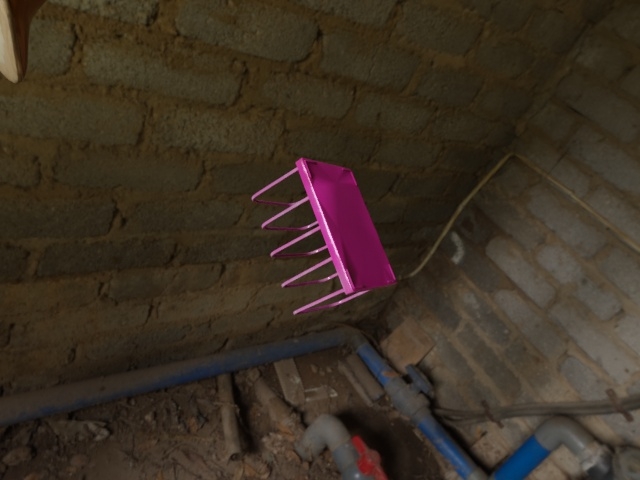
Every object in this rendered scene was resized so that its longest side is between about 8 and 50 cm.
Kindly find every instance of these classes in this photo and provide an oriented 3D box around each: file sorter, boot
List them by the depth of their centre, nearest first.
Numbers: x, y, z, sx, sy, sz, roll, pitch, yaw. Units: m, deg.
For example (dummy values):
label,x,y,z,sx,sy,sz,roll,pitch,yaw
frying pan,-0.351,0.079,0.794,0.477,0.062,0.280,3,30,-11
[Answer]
label,x,y,z,sx,sy,sz,roll,pitch,yaw
boot,-0.422,-0.407,0.734,0.104,0.295,0.211,26,39,20
file sorter,0.000,0.000,1.055,0.202,0.182,0.291,-1,66,-57
